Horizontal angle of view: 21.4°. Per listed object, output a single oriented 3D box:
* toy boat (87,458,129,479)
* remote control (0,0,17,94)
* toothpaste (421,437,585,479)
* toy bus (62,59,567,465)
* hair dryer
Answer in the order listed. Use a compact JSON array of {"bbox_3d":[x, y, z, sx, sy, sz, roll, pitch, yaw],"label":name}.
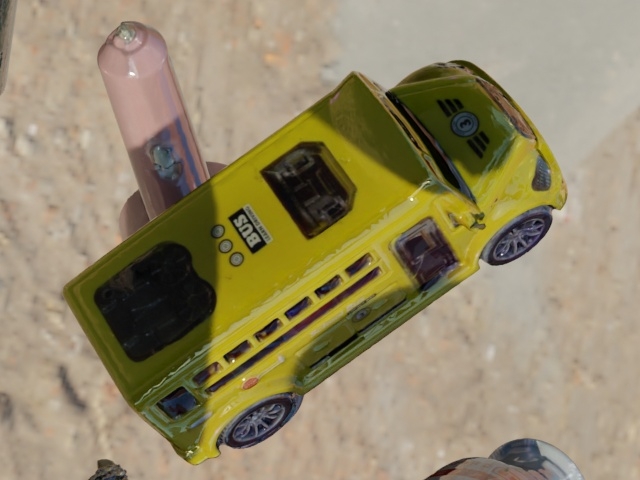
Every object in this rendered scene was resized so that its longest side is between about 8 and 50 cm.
[{"bbox_3d":[-0.152,0.282,1.462,0.088,0.226,0.068,-5,129,-26],"label":"toy boat"},{"bbox_3d":[-0.246,-0.271,1.293,0.107,0.044,0.377,-59,167,-57],"label":"remote control"},{"bbox_3d":[0.026,0.123,0.603,0.234,0.089,0.057,-15,95,-56],"label":"toothpaste"},{"bbox_3d":[0.000,0.000,1.150,0.331,0.145,0.151,-36,152,1],"label":"toy bus"},{"bbox_3d":[-0.108,-0.020,1.292,0.352,0.125,0.210,74,-1,-49],"label":"hair dryer"}]
